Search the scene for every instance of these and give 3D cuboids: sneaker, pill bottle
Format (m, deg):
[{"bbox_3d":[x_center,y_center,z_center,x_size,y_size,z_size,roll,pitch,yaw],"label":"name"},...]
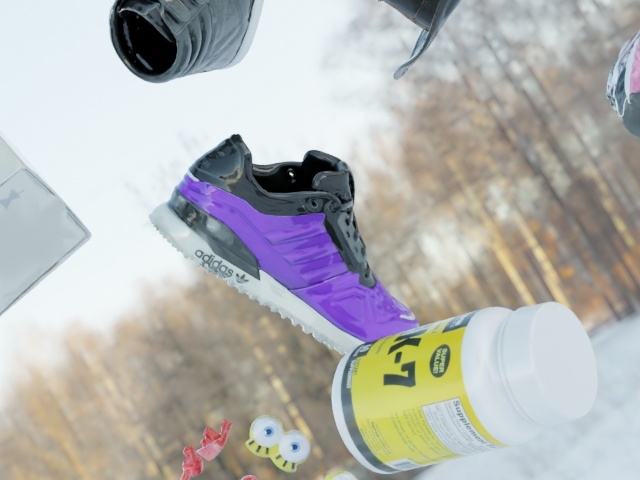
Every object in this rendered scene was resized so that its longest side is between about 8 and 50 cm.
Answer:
[{"bbox_3d":[0.000,0.000,1.644,0.146,0.293,0.102,-55,27,9],"label":"sneaker"},{"bbox_3d":[0.123,0.124,1.522,0.208,0.119,0.119,-19,4,37],"label":"pill bottle"},{"bbox_3d":[-0.109,-0.265,1.589,0.147,0.104,0.296,-38,-33,-51],"label":"sneaker"},{"bbox_3d":[0.228,-0.103,1.213,0.077,0.072,0.178,-49,-1,33],"label":"sneaker"}]

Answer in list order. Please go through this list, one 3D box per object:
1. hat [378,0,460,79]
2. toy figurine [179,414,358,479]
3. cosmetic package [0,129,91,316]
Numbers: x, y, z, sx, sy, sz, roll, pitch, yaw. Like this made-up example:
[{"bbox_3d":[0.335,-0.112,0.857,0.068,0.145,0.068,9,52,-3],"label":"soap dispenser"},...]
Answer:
[{"bbox_3d":[0.124,-0.340,1.922,0.331,0.134,0.331,-58,1,2],"label":"hat"},{"bbox_3d":[-0.014,0.363,1.693,0.191,0.362,0.217,-43,13,30],"label":"toy figurine"},{"bbox_3d":[-0.350,-0.083,1.544,0.129,0.296,0.153,-42,-30,-5],"label":"cosmetic package"}]
